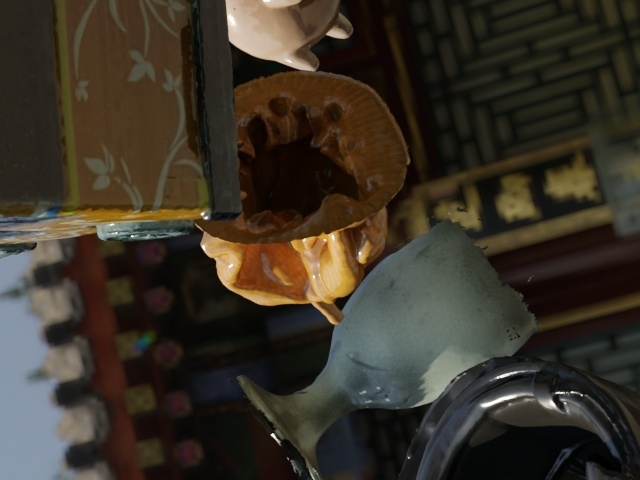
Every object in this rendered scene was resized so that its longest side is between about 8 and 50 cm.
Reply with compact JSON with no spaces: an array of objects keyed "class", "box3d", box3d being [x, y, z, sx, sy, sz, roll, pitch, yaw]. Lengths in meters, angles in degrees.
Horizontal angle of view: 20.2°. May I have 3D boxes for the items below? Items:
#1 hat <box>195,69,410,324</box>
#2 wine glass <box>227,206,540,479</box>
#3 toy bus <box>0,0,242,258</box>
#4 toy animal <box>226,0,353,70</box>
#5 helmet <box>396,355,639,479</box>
[{"class":"hat","box3d":[0.000,0.000,1.718,0.233,0.244,0.233,-60,-33,-37]},{"class":"wine glass","box3d":[0.081,0.130,2.103,0.190,0.357,0.190,51,178,3]},{"class":"toy bus","box3d":[-0.218,-0.068,1.068,0.194,0.323,0.162,-2,-94,-47]},{"class":"toy animal","box3d":[-0.046,-0.296,1.788,0.166,0.154,0.250,-51,-26,-38]},{"class":"helmet","box3d":[0.185,0.206,1.269,0.160,0.279,0.230,15,-81,-29]}]
